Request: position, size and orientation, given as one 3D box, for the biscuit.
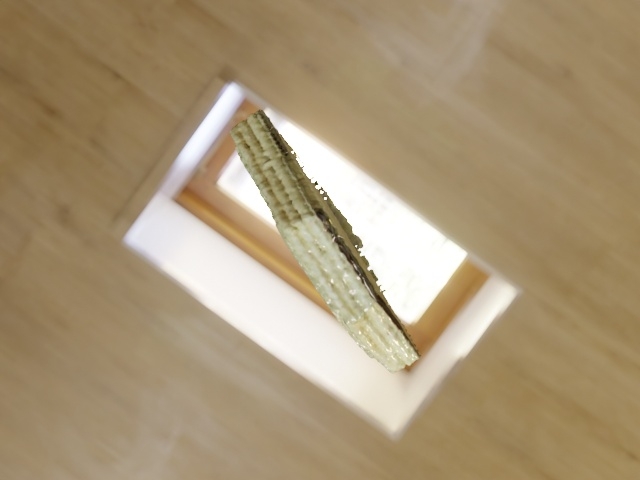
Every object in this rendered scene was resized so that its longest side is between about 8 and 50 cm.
[{"bbox_3d":[0.000,0.000,1.206,0.052,0.150,0.252,-35,-141,4],"label":"biscuit"}]
